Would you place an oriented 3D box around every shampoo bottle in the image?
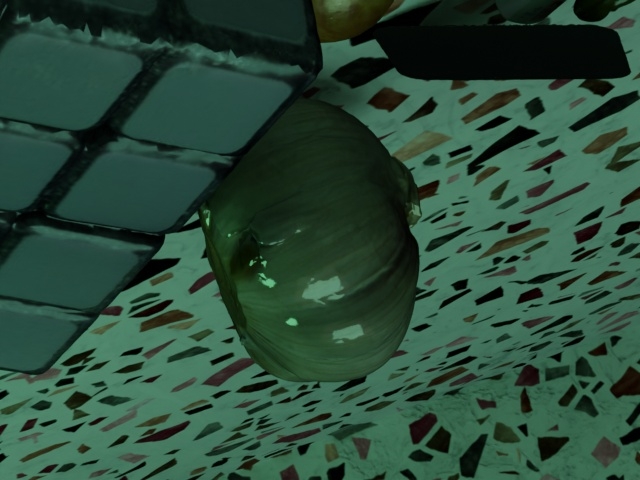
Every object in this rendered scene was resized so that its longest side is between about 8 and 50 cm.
[{"bbox_3d":[0.231,-0.260,1.909,0.072,0.043,0.099,-8,158,-44],"label":"shampoo bottle"}]

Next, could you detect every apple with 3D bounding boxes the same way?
[{"bbox_3d":[0.002,-0.230,1.562,0.146,0.146,0.146,-20,163,-6],"label":"apple"}]

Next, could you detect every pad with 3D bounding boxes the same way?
[{"bbox_3d":[0.210,-0.198,2.020,0.250,0.055,0.323,1,-175,16],"label":"pad"}]

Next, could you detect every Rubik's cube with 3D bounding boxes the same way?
[{"bbox_3d":[-0.238,-0.162,1.014,0.343,0.344,0.337,10,147,-30],"label":"Rubik's cube"}]

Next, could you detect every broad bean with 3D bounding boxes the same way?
[{"bbox_3d":[0.337,-0.290,1.893,0.213,0.048,0.070,-39,-166,19],"label":"broad bean"}]

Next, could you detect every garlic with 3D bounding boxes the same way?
[{"bbox_3d":[-0.015,0.008,1.998,0.241,0.322,0.322,-7,165,10],"label":"garlic"}]
